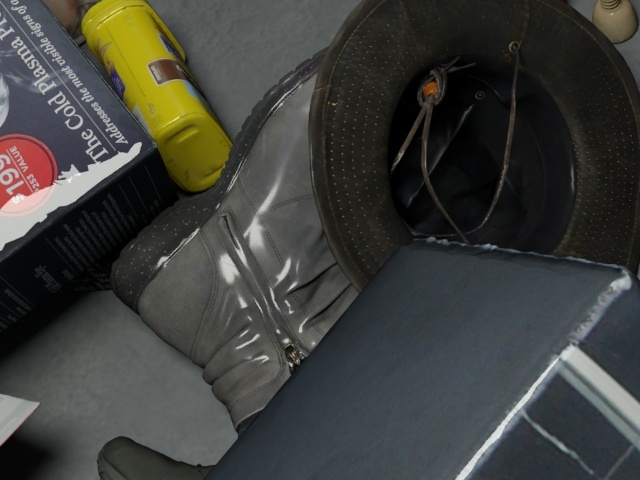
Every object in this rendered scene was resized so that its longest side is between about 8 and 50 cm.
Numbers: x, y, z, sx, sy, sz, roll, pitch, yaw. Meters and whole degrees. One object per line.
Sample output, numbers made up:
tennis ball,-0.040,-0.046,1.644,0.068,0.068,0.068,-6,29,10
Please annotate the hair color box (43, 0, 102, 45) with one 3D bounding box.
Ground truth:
hair color box,-0.402,-0.215,1.324,0.347,0.174,0.105,-36,55,0

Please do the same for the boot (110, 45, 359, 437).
boot,0.000,0.000,1.115,0.223,0.118,0.338,41,90,25

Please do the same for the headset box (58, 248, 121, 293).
headset box,-0.230,0.023,1.202,0.083,0.062,0.032,-5,62,19

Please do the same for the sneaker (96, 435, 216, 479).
sneaker,-0.051,0.227,1.016,0.286,0.109,0.130,29,71,21

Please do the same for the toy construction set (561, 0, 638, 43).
toy construction set,0.309,-0.241,1.029,0.309,0.237,0.257,3,65,23

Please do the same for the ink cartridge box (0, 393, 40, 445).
ink cartridge box,-0.370,0.228,1.057,0.239,0.060,0.275,6,44,46

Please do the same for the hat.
hat,0.107,-0.051,1.027,0.134,0.331,0.331,-13,51,59

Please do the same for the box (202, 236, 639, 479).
box,0.100,0.330,0.642,0.472,0.297,0.480,42,82,-11

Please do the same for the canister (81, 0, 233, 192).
canister,-0.152,-0.140,1.221,0.073,0.126,0.170,-32,59,2

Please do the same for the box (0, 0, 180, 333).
box,-0.350,-0.089,1.092,0.312,0.179,0.343,-38,79,-8
